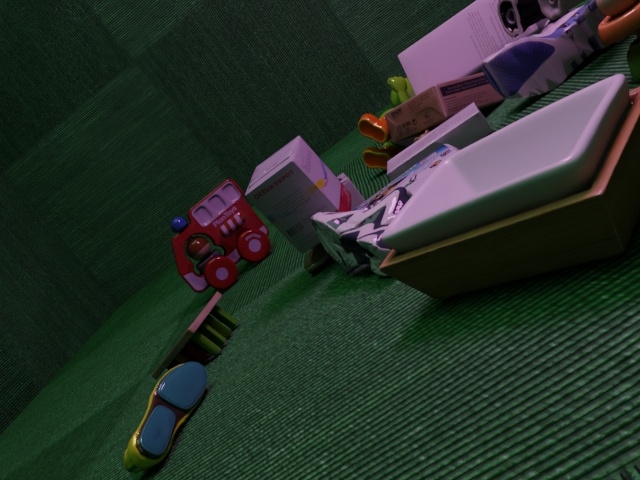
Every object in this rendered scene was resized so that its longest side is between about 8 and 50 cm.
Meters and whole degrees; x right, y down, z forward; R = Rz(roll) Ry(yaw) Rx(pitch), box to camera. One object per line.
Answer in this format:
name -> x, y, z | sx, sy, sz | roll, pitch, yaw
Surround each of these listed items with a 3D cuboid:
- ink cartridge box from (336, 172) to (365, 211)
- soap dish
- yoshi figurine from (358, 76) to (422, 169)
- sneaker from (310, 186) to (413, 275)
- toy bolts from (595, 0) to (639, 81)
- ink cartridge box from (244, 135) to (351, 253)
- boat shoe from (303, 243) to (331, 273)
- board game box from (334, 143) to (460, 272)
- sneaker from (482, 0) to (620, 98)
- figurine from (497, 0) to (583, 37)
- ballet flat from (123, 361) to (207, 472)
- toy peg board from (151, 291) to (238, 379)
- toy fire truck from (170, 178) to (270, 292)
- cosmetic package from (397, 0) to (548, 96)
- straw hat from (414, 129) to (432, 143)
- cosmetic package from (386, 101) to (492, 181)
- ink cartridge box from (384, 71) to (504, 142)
ink cartridge box -> 0.067, -0.102, 1.432 | 0.056, 0.099, 0.135 | -36, 13, 4
soap dish -> 0.230, -0.050, 0.692 | 0.291, 0.118, 0.229 | -23, 19, 50
yoshi figurine -> 0.230, -0.366, 1.751 | 0.362, 0.203, 0.203 | -42, 5, -34
sneaker -> 0.096, -0.030, 1.028 | 0.153, 0.094, 0.235 | -34, 22, -21
toy bolts -> 0.557, -0.394, 0.941 | 0.218, 0.158, 0.228 | -27, 16, 43
ink cartridge box -> -0.041, -0.094, 1.211 | 0.128, 0.176, 0.127 | -32, 25, 23
boat shoe -> 0.000, 0.000, 1.303 | 0.068, 0.072, 0.190 | -30, 14, 32
board game box -> 0.152, -0.070, 1.164 | 0.305, 0.053, 0.193 | -36, 13, 9
sneaker -> 0.509, -0.416, 1.307 | 0.315, 0.127, 0.182 | -29, 9, 9
figurine -> 0.510, -0.518, 1.230 | 0.209, 0.092, 0.215 | -27, 12, -13
ballet flat -> -0.258, 0.288, 0.984 | 0.077, 0.077, 0.231 | -51, 7, 25
toy peg board -> -0.257, 0.219, 1.274 | 0.160, 0.079, 0.161 | -50, 5, 25
toy fire truck -> -0.312, -0.004, 1.804 | 0.302, 0.254, 0.169 | -40, 12, -11
cosmetic package -> 0.413, -0.521, 1.580 | 0.197, 0.155, 0.365 | -23, -3, -45
straw hat -> 0.261, -0.236, 1.461 | 0.144, 0.061, 0.144 | -35, 12, 8
cosmetic package -> 0.262, -0.208, 1.345 | 0.239, 0.060, 0.099 | -34, 14, 20
ink cartridge box -> 0.305, -0.336, 1.513 | 0.193, 0.088, 0.235 | -22, 3, -26
